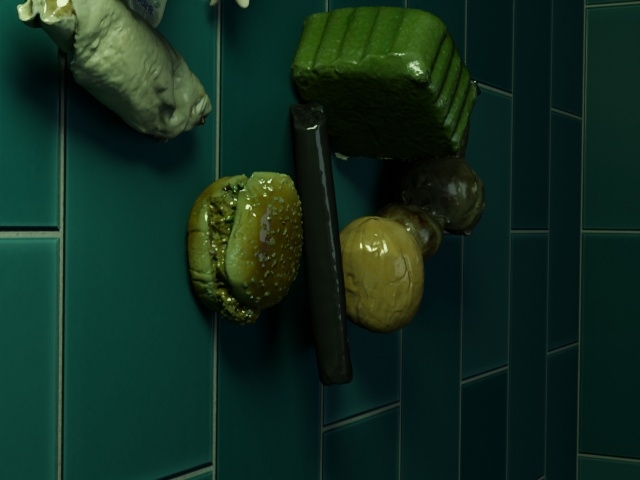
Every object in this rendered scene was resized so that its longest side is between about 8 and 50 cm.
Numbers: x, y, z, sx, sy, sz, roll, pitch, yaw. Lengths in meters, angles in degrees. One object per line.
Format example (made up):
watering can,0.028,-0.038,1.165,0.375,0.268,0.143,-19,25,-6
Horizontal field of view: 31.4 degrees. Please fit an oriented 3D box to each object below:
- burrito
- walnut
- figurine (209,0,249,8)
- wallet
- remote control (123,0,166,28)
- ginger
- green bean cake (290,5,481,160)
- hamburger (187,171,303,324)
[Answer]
burrito,-0.230,-0.208,1.336,0.117,0.076,0.392,-68,157,-11
walnut,0.095,0.055,1.915,0.165,0.165,0.197,-24,115,-60
figurine,-0.117,-0.444,1.528,0.155,0.127,0.235,79,20,-76
wallet,0.001,0.000,1.756,0.228,0.062,0.406,-97,-178,-75
remote control,-0.214,-0.364,1.436,0.078,0.042,0.221,40,56,-55
ginger,0.201,-0.146,2.109,0.256,0.176,0.375,2,89,-47
green bean cake,0.103,-0.254,1.828,0.250,0.247,0.156,56,44,-47
hamburger,-0.094,0.010,1.597,0.189,0.122,0.215,-9,102,-66
